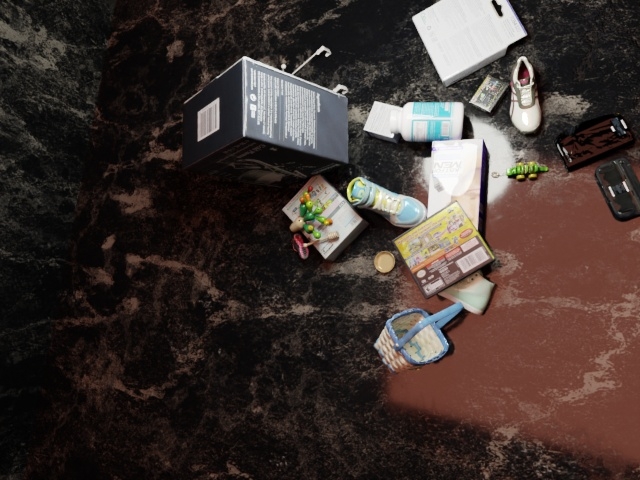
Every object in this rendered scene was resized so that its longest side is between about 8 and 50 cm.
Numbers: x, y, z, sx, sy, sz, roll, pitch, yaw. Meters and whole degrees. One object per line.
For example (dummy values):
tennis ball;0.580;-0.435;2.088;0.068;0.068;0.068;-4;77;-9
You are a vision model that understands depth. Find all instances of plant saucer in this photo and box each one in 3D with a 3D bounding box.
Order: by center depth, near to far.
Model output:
plant saucer;0.255;0.085;1.909;0.084;0.015;0.083;-4;81;25

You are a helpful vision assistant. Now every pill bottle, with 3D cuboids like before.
pill bottle;0.398;-0.445;1.821;0.264;0.146;0.146;5;84;14

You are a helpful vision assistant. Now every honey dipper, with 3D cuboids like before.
honey dipper;0.000;0.000;1.938;0.161;0.030;0.030;-22;73;25

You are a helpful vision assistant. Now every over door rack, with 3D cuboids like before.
over door rack;-0.073;-0.690;2.143;0.324;0.108;0.239;-26;72;20

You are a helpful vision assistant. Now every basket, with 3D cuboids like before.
basket;0.348;0.326;1.683;0.201;0.255;0.288;54;135;26

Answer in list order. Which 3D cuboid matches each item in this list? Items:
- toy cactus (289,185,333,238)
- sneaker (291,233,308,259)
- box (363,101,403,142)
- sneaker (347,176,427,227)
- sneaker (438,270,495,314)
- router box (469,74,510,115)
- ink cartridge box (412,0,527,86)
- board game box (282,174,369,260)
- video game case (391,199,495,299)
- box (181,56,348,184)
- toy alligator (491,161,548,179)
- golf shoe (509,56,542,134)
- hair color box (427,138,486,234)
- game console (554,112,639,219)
toy cactus;-0.050;-0.092;1.949;0.181;0.112;0.218;-34;71;38
sneaker;-0.092;0.032;2.080;0.057;0.047;0.119;-39;65;40
box;0.266;-0.478;1.960;0.137;0.072;0.126;24;93;27
sneaker;0.229;-0.142;1.819;0.319;0.208;0.127;25;96;41
sneaker;0.492;0.142;1.736;0.256;0.094;0.151;28;101;17
router box;0.631;-0.542;1.808;0.092;0.038;0.122;38;99;26
ink cartridge box;0.567;-0.811;1.867;0.330;0.071;0.323;-24;71;18
board game box;0.018;-0.100;2.011;0.224;0.097;0.303;-46;67;12
video game case;0.427;0.034;1.706;0.275;0.035;0.248;-34;70;19
box;-0.222;-0.420;1.891;0.480;0.472;0.297;-11;78;49
toy alligator;0.702;-0.247;1.718;0.190;0.051;0.056;-3;80;26
golf shoe;0.719;-0.512;1.716;0.105;0.120;0.272;-8;80;23
hair color box;0.502;-0.195;1.780;0.185;0.110;0.338;2;85;26
game console;0.947;-0.237;1.602;0.213;0.044;0.361;-24;72;23
